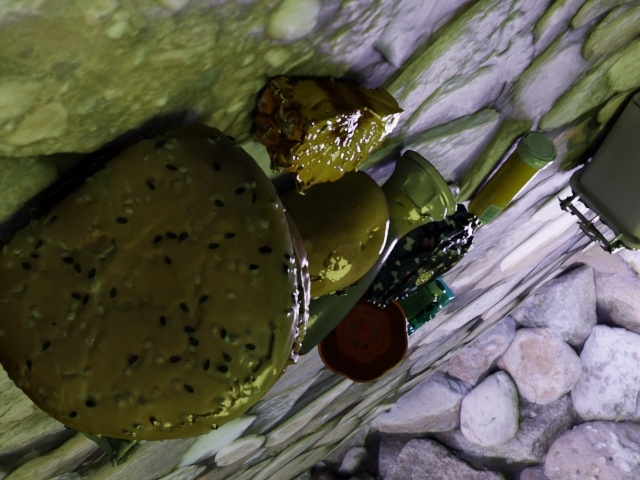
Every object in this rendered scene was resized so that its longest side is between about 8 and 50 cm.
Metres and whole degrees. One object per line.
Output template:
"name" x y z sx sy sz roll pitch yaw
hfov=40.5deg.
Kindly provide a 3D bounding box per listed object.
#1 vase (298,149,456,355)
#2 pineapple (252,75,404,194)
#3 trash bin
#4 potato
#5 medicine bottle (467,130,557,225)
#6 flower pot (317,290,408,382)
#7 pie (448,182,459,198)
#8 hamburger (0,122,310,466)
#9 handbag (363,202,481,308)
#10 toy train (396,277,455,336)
"vase" 0.041 0.009 1.257 0.321 0.173 0.173 -36 162 -14
"pineapple" -0.005 -0.115 0.994 0.135 0.079 0.233 -44 160 30
"trash bin" 0.727 -0.171 1.913 0.296 0.256 0.368 -28 154 -17
"potato" 0.000 0.000 1.122 0.243 0.138 0.098 -44 167 -20
"medicine bottle" 0.359 -0.114 1.653 0.074 0.074 0.218 -22 159 -36
"flower pot" 0.084 0.192 1.774 0.190 0.191 0.173 -35 173 -2
"pie" 0.219 -0.076 1.577 0.085 0.017 0.085 -32 162 -12
"hamburger" -0.154 0.063 0.886 0.318 0.277 0.195 -40 170 -2
"handbag" 0.179 0.027 1.606 0.162 0.113 0.260 -23 164 -46
"toy train" 0.203 0.152 1.965 0.203 0.112 0.163 -40 167 20
